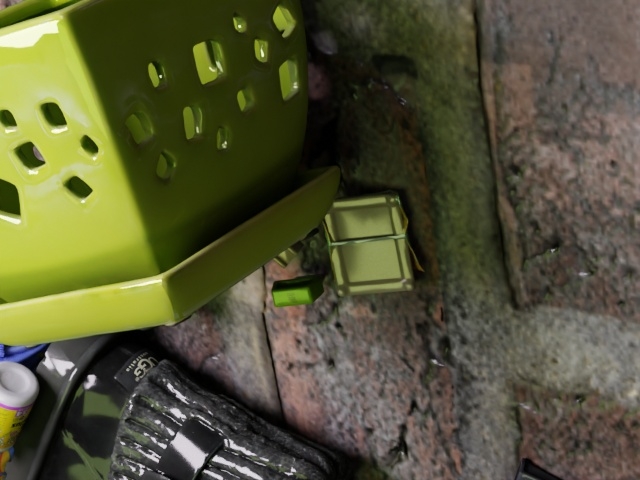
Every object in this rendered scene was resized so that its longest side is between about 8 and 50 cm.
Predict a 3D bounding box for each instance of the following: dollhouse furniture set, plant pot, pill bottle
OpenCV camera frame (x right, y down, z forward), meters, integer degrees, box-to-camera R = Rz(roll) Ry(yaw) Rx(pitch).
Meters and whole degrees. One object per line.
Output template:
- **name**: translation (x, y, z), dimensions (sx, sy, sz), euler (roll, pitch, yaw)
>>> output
- **dollhouse furniture set**: translation (0.000, 0.000, 1.283), dimensions (0.152, 0.058, 0.076), euler (-6, 110, 18)
- **plant pot**: translation (-0.133, -0.061, 1.171), dimensions (0.228, 0.227, 0.207), euler (-11, 105, 39)
- **pill bottle**: translation (-0.250, 0.135, 1.406), dimensions (0.043, 0.043, 0.083), euler (37, 127, 9)

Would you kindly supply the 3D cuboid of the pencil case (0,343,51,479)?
- **pencil case**: translation (-0.293, 0.138, 1.525), dimensions (0.119, 0.133, 0.306), euler (14, 134, -6)

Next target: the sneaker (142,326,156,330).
- **sneaker**: translation (-0.201, 0.016, 1.391), dimensions (0.234, 0.078, 0.106), euler (12, 109, 28)

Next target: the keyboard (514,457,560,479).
- **keyboard**: translation (0.146, 0.236, 1.345), dimensions (0.108, 0.023, 0.180), euler (28, 133, 18)

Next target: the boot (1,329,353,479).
- **boot**: translation (-0.130, 0.242, 1.476), dimensions (0.260, 0.131, 0.348), euler (32, 134, 14)
